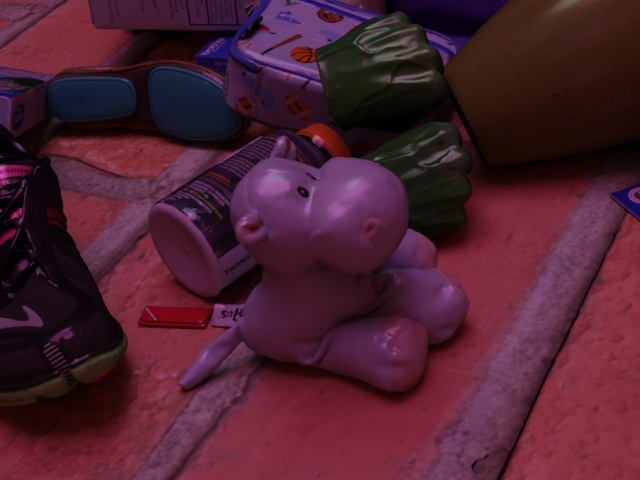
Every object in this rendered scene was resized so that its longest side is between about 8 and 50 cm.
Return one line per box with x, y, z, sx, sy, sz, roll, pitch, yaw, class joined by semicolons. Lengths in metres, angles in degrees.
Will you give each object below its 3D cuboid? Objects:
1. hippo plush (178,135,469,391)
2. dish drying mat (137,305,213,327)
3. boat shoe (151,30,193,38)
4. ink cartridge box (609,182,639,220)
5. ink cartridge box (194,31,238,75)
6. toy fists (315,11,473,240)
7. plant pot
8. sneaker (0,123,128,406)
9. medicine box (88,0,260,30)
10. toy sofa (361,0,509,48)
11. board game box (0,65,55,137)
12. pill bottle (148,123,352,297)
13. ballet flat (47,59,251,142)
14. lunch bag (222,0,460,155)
0.000;0.000;1.205;0.294;0.237;0.234;1;38;17;hippo plush
-0.166;0.087;1.329;0.083;0.008;0.032;1;36;17;dish drying mat
-0.303;-0.392;1.976;0.076;0.080;0.228;-34;49;-31;boat shoe
0.539;-0.096;1.344;0.370;0.069;0.176;-23;37;-12;ink cartridge box
-0.101;-0.317;1.836;0.097;0.046;0.207;9;41;29;ink cartridge box
0.098;-0.133;1.381;0.142;0.096;0.279;-18;76;16;toy fists
0.306;-0.216;1.431;0.293;0.275;0.275;-26;35;5;plant pot
-0.356;0.014;1.314;0.185;0.202;0.483;-23;37;-15;sneaker
-0.204;-0.460;1.866;0.289;0.149;0.263;3;38;7;medicine box
0.234;-0.324;1.664;0.362;0.150;0.177;8;38;25;toy sofa
-0.555;-0.213;1.621;0.318;0.066;0.318;9;12;-5;board game box
-0.073;-0.048;1.383;0.245;0.130;0.130;-36;42;-30;pill bottle
-0.231;-0.209;1.690;0.342;0.116;0.124;3;18;25;ballet flat
0.026;-0.234;1.565;0.303;0.115;0.243;22;43;10;lunch bag
